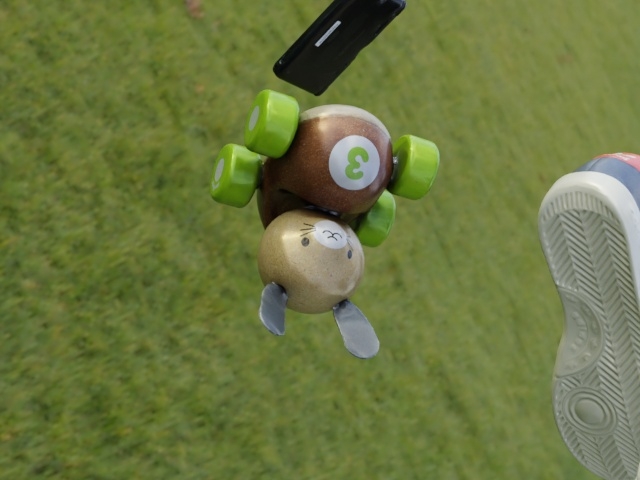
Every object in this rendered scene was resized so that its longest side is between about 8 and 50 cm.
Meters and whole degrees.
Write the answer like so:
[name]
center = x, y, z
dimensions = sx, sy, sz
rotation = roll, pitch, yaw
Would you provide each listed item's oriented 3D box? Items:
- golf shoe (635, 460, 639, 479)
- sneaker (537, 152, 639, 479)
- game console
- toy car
[golf shoe]
center = 0.281, 0.181, 1.001
dimensions = 0.105, 0.120, 0.273
rotation = 41, -35, 35
[sneaker]
center = 0.308, 0.075, 1.311
dimensions = 0.148, 0.131, 0.350
rotation = -40, 130, -48
[game console]
center = 0.012, -0.200, 1.197
dimensions = 0.107, 0.122, 0.071
rotation = 17, 33, -53
[toy car]
center = 0.000, 0.000, 1.040
dimensions = 0.155, 0.149, 0.188
rotation = 16, 53, -20
